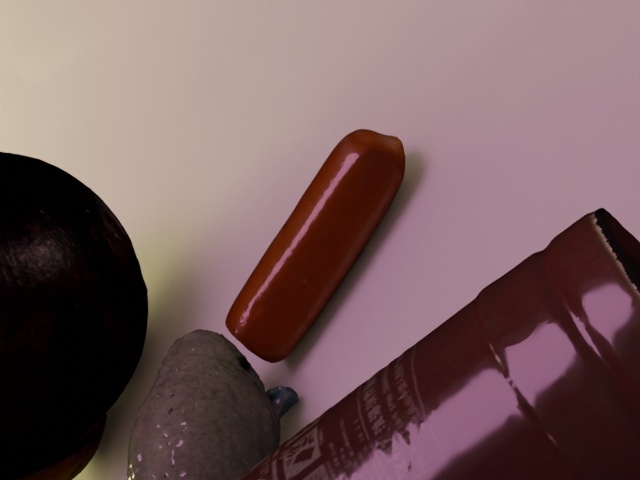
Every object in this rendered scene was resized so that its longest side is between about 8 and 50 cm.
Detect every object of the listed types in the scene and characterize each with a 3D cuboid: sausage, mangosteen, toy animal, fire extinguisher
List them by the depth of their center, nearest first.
[{"bbox_3d":[-0.004,0.125,0.574,0.344,0.102,0.138,-38,10,15],"label":"fire extinguisher"},{"bbox_3d":[-0.054,0.144,0.708,0.070,0.079,0.252,-31,42,32],"label":"toy animal"},{"bbox_3d":[0.000,0.000,0.784,0.131,0.041,0.039,-57,8,6],"label":"sausage"},{"bbox_3d":[-0.209,0.070,0.916,0.211,0.211,0.250,-121,33,-57],"label":"mangosteen"}]
